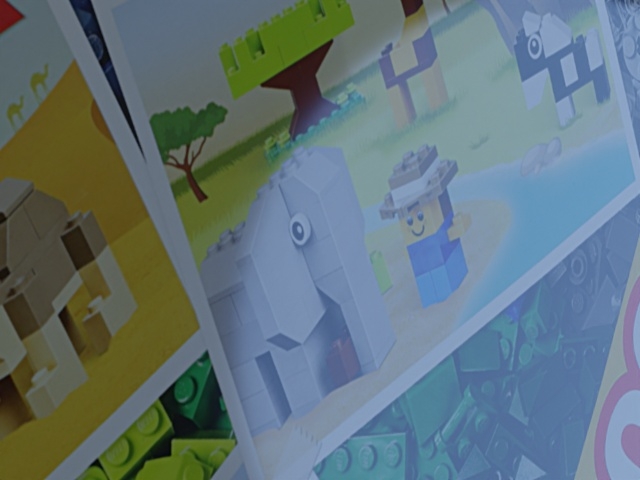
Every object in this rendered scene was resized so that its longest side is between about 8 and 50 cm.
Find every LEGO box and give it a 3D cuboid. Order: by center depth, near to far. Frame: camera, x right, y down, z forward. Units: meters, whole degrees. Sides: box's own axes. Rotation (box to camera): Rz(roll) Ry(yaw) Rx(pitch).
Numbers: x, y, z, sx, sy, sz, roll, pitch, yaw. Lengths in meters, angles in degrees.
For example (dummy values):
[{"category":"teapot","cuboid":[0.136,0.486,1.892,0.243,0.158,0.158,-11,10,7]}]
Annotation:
[{"category":"LEGO box","cuboid":[-0.092,0.054,0.535,0.500,0.193,0.372,-44,123,-38]}]
